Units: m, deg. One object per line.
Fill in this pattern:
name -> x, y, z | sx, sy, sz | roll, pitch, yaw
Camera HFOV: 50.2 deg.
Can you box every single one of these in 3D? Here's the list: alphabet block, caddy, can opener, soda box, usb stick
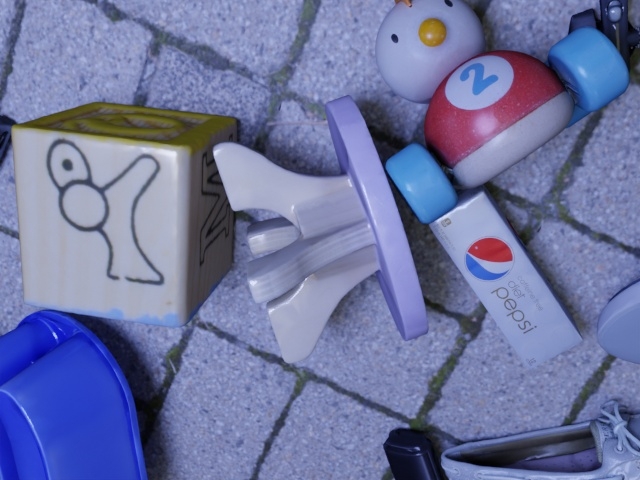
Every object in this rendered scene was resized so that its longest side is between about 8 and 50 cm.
alphabet block -> -0.209, -0.039, 0.772 | 0.192, 0.193, 0.197 | 8, 110, 5
caddy -> -0.352, 0.263, 0.913 | 0.241, 0.179, 0.341 | 9, 112, 32
can opener -> 0.290, -0.254, 0.687 | 0.073, 0.059, 0.186 | -3, 109, 11
soda box -> 0.214, 0.038, 0.795 | 0.074, 0.069, 0.216 | -33, 101, 17
usb stick -> 0.155, 0.380, 0.927 | 0.077, 0.045, 0.278 | -5, 111, 44

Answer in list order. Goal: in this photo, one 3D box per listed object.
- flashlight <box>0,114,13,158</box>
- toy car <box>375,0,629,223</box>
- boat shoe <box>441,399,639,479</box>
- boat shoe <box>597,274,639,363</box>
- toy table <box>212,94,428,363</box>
flashlight -> -0.508, -0.042, 0.869 | 0.103, 0.103, 0.304 | 34, 112, 0
toy car -> 0.126, -0.172, 0.679 | 0.219, 0.210, 0.238 | -35, 87, 7
boat shoe -> 0.310, 0.267, 0.836 | 0.320, 0.118, 0.103 | -22, 105, 24
boat shoe -> 0.438, -0.001, 0.716 | 0.136, 0.156, 0.367 | 27, 140, -6
toy table -> 0.000, 0.000, 0.738 | 0.161, 0.252, 0.274 | -18, 93, -2
